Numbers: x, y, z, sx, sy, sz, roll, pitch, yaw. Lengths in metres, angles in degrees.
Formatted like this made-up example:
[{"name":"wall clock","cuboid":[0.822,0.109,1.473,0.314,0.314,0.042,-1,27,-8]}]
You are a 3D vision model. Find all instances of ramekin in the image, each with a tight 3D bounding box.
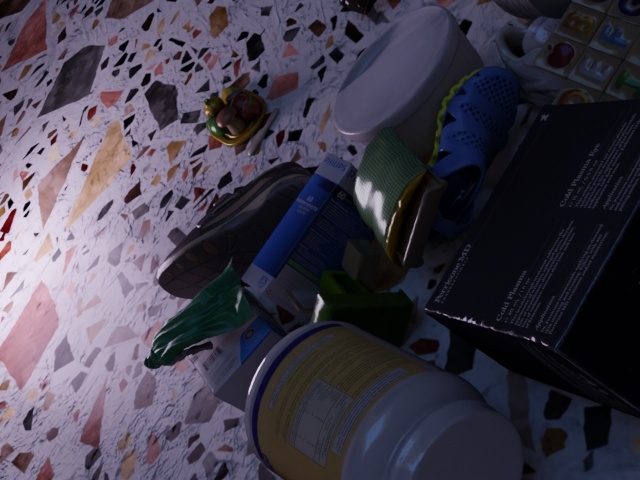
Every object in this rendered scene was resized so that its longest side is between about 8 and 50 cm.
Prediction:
[{"name":"ramekin","cuboid":[0.158,-0.255,1.750,0.273,0.127,0.272,-36,32,28]}]

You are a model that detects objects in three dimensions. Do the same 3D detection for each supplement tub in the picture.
[{"name":"supplement tub","cuboid":[0.079,0.262,1.376,0.331,0.241,0.241,22,78,51]}]

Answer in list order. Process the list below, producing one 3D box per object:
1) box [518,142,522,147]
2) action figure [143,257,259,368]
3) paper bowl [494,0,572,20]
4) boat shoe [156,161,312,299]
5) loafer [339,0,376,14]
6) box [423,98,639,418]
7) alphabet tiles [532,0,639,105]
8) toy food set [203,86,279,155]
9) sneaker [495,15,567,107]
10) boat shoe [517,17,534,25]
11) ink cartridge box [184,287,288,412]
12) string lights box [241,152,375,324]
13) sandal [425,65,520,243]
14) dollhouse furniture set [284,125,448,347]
[{"name":"box","cuboid":[0.352,-0.136,1.546,0.083,0.062,0.052,-37,43,18]},{"name":"action figure","cuboid":[-0.211,0.147,1.751,0.232,0.063,0.137,-36,43,14]},{"name":"paper bowl","cuboid":[0.385,-0.480,1.599,0.148,0.284,0.284,21,78,49]},{"name":"boat shoe","cuboid":[-0.150,-0.018,1.924,0.355,0.132,0.130,-32,33,11]},{"name":"loafer","cuboid":[0.138,-0.532,2.063,0.220,0.080,0.078,-45,72,7]},{"name":"box","cuboid":[0.345,0.009,1.289,0.343,0.179,0.312,-58,21,-7]},{"name":"alphabet tiles","cuboid":[0.486,-0.253,1.434,0.343,0.011,0.285,29,81,27]},{"name":"toy food set","cuboid":[-0.186,-0.271,2.175,0.128,0.071,0.218,-55,39,-3]},{"name":"sneaker","cuboid":[0.379,-0.254,1.537,0.305,0.152,0.114,21,70,49]},{"name":"boat shoe","cuboid":[0.314,-0.487,1.820,0.109,0.098,0.302,-41,40,14]},{"name":"ink cartridge box","cuboid":[-0.149,0.174,1.789,0.148,0.086,0.203,-50,38,4]},{"name":"string lights box","cuboid":[0.000,0.000,1.736,0.259,0.133,0.077,-55,38,-4]},{"name":"sandal","cuboid":[0.223,-0.120,1.594,0.317,0.126,0.138,-64,19,2]},{"name":"dollhouse furniture set","cuboid":[0.050,-0.003,1.565,0.197,0.151,0.301,50,133,49]}]
